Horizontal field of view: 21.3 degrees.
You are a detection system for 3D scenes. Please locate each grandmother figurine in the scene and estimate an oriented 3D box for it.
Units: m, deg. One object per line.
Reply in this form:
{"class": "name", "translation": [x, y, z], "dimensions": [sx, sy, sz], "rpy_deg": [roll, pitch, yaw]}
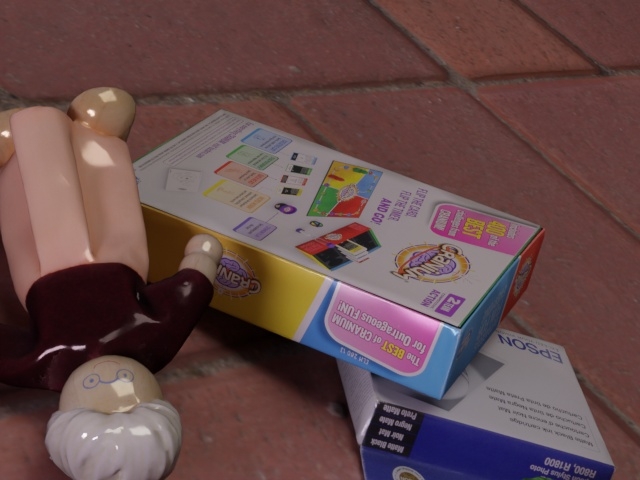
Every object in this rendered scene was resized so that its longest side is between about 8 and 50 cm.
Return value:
{"class": "grandmother figurine", "translation": [-0.169, 0.037, 1.189], "dimensions": [0.207, 0.104, 0.342], "rpy_deg": [-21, 47, -1]}

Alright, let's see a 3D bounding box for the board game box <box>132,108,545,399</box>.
{"class": "board game box", "translation": [0.000, 0.000, 1.397], "dimensions": [0.316, 0.064, 0.242], "rpy_deg": [21, 26, 16]}

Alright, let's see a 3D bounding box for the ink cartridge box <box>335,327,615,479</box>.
{"class": "ink cartridge box", "translation": [0.124, 0.139, 1.367], "dimensions": [0.223, 0.045, 0.224], "rpy_deg": [16, 30, -20]}

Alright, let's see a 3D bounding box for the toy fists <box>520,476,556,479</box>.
{"class": "toy fists", "translation": [0.236, 0.253, 1.183], "dimensions": [0.279, 0.096, 0.142], "rpy_deg": [31, 9, 3]}
